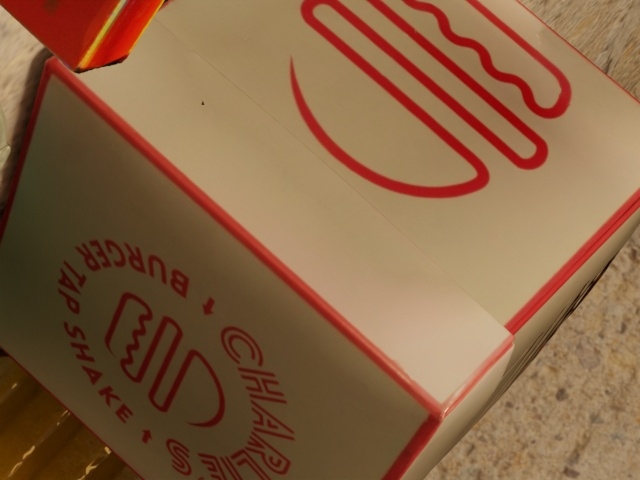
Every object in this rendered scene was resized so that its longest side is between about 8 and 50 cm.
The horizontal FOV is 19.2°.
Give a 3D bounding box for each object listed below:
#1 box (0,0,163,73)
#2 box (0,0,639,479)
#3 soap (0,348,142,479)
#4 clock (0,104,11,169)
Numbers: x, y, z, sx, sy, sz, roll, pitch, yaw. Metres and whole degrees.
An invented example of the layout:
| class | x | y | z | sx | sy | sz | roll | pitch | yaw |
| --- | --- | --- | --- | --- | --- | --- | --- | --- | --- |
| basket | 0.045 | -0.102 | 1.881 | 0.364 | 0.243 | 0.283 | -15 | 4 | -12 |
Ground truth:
| class | x | y | z | sx | sy | sz | roll | pitch | yaw |
| --- | --- | --- | --- | --- | --- | --- | --- | --- | --- |
| box | -0.091 | -0.175 | 0.825 | 0.175 | 0.112 | 0.048 | -52 | 168 | 25 |
| box | 0.000 | 0.000 | 1.243 | 0.300 | 0.312 | 0.314 | -42 | 168 | -35 |
| soap | -0.212 | 0.175 | 1.412 | 0.257 | 0.160 | 0.080 | -47 | 171 | 1 |
| clock | -0.255 | 0.004 | 0.954 | 0.236 | 0.053 | 0.236 | -48 | 170 | -11 |
